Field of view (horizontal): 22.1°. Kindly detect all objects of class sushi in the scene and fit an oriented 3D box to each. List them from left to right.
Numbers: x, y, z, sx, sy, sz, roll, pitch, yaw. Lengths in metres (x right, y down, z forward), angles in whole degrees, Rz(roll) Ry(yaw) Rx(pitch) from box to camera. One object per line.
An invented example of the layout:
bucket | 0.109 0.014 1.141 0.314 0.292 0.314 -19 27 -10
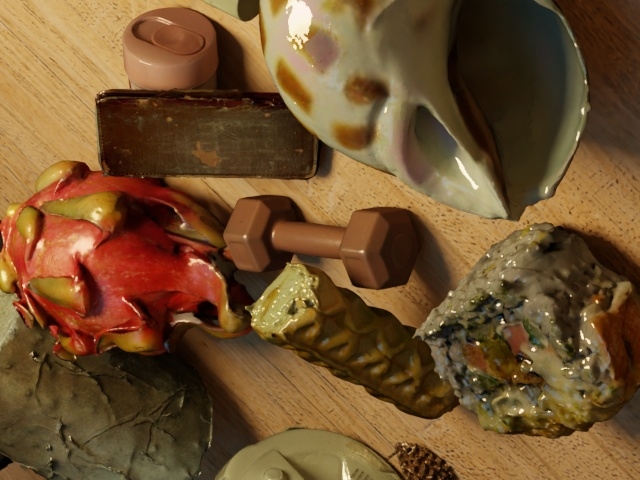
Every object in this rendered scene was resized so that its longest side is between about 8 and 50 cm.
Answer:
sushi | 0.202 0.095 1.576 0.184 0.139 0.274 52 145 -5

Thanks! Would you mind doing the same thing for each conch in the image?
conch | 0.072 -0.190 1.385 0.249 0.197 0.368 -24 105 15

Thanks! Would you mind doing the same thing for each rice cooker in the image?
rice cooker | -0.029 0.390 2.002 0.288 0.288 0.277 44 146 3

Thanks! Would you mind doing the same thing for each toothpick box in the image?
toothpick box | -0.154 -0.158 1.731 0.098 0.098 0.149 27 142 25

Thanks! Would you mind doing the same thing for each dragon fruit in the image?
dragon fruit | -0.219 0.027 1.894 0.307 0.227 0.243 35 148 -7

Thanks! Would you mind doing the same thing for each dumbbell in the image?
dumbbell | 0.000 0.000 1.743 0.230 0.082 0.092 8 131 42

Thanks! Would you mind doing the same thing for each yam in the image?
yam | -0.309 0.199 2.063 0.241 0.241 0.348 -5 144 48

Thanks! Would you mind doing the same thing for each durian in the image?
durian | 0.125 0.294 1.935 0.066 0.052 0.130 -13 115 54

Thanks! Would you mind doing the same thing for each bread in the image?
bread | 0.051 0.113 1.723 0.269 0.087 0.098 30 114 -33

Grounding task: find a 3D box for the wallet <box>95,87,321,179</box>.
wallet | -0.115 -0.110 1.690 0.232 0.031 0.122 2 138 -1

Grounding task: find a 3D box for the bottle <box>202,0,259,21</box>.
bottle | -0.139 -0.288 1.608 0.201 0.072 0.072 31 143 22

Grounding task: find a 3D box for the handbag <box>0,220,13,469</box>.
handbag | -0.492 0.116 2.244 0.288 0.152 0.342 32 103 33
